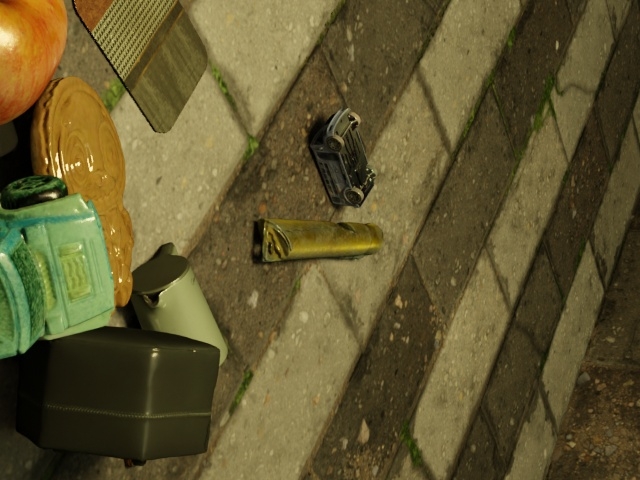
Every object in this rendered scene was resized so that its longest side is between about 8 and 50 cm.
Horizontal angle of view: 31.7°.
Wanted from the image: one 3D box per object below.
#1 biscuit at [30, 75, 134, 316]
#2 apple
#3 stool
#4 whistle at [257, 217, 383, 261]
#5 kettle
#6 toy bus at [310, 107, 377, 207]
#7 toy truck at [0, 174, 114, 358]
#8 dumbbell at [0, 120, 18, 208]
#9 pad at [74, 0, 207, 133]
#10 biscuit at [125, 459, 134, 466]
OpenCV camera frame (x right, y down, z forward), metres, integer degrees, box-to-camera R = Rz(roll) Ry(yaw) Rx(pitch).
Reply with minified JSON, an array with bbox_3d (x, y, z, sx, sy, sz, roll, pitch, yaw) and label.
[{"bbox_3d":[-0.271,-0.049,1.329,0.202,0.044,0.289,-36,117,-75],"label":"biscuit"},{"bbox_3d":[-0.348,-0.211,1.106,0.209,0.164,0.209,17,50,-22],"label":"apple"},{"bbox_3d":[-0.238,0.174,1.308,0.232,0.232,0.141,9,88,-58],"label":"stool"},{"bbox_3d":[0.001,0.000,1.825,0.326,0.057,0.068,0,93,-58],"label":"whistle"},{"bbox_3d":[-0.185,0.096,1.497,0.127,0.098,0.148,-44,125,-41],"label":"kettle"},{"bbox_3d":[0.034,-0.135,1.850,0.073,0.076,0.167,-56,140,-37],"label":"toy bus"},{"bbox_3d":[-0.344,0.043,1.095,0.278,0.156,0.155,-13,113,-13],"label":"toy truck"},{"bbox_3d":[-0.353,-0.037,1.205,0.100,0.100,0.191,-41,126,-49],"label":"dumbbell"},{"bbox_3d":[-0.178,-0.334,1.503,0.323,0.055,0.250,-50,135,-20],"label":"pad"},{"bbox_3d":[-0.228,0.244,1.513,0.119,0.019,0.130,49,53,-48],"label":"biscuit"}]
